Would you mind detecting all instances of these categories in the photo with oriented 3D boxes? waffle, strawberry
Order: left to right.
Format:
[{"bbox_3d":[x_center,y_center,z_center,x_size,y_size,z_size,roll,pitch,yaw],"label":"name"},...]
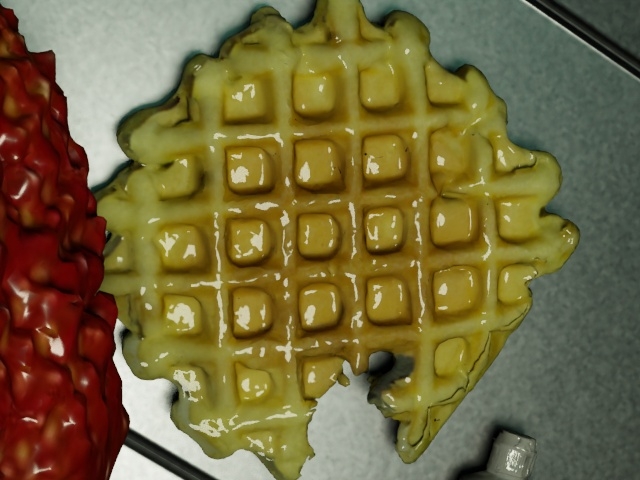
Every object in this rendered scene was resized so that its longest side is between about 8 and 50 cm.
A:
[{"bbox_3d":[-0.235,0.037,0.897,0.292,0.292,0.343,2,71,-13],"label":"strawberry"},{"bbox_3d":[0.001,0.000,1.025,0.250,0.056,0.261,40,88,-13],"label":"waffle"}]

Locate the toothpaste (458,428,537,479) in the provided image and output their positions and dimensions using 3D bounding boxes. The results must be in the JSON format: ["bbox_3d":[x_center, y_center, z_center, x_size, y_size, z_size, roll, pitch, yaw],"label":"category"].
[{"bbox_3d":[0.080,0.229,1.068,0.078,0.047,0.248,16,93,-11],"label":"toothpaste"}]
